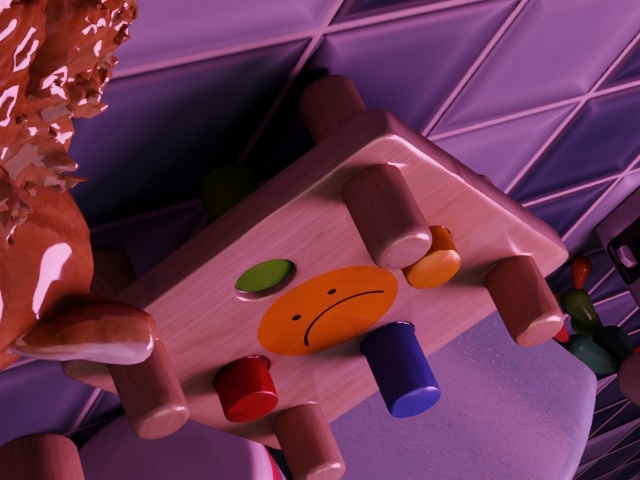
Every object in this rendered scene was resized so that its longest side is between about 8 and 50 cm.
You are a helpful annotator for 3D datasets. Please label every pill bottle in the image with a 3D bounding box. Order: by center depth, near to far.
[{"bbox_3d":[-0.078,0.280,1.393,0.176,0.176,0.318,-30,139,-2],"label":"pill bottle"}]

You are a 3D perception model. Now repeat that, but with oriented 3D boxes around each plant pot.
[{"bbox_3d":[0.105,0.184,1.487,0.252,0.247,0.248,-46,166,-20],"label":"plant pot"}]

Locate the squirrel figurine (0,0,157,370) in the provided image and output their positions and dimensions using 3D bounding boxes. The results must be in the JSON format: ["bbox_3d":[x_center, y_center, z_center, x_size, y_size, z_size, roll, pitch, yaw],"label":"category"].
[{"bbox_3d":[-0.182,-0.010,0.542,0.397,0.281,0.370,-39,166,31],"label":"squirrel figurine"}]

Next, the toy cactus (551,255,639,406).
[{"bbox_3d":[0.296,0.103,1.609,0.219,0.180,0.112,15,110,-26],"label":"toy cactus"}]

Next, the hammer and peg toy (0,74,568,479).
[{"bbox_3d":[-0.036,0.067,1.084,0.361,0.127,0.266,-37,147,18],"label":"hammer and peg toy"}]

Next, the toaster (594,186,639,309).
[{"bbox_3d":[0.366,0.025,1.580,0.185,0.168,0.110,-7,152,-48],"label":"toaster"}]
